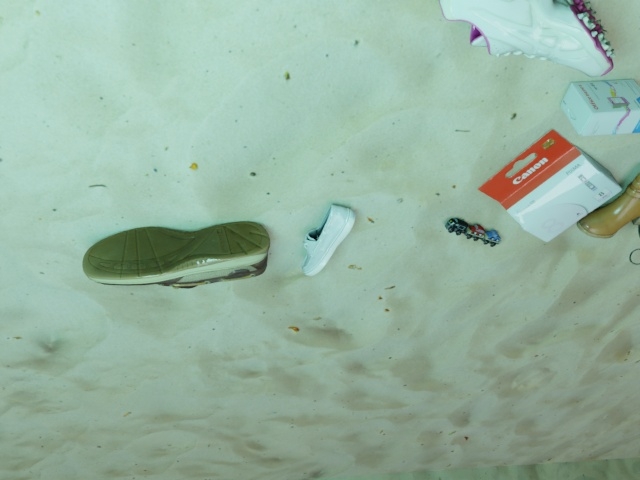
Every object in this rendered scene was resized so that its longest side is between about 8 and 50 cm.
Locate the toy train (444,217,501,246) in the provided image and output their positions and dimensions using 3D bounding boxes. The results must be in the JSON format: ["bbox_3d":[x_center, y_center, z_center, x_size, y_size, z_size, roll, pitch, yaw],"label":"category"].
[{"bbox_3d":[0.335,-0.019,1.237,0.158,0.027,0.036,16,123,-30],"label":"toy train"}]

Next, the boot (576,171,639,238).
[{"bbox_3d":[0.648,-0.087,1.204,0.197,0.073,0.152,-16,144,-15],"label":"boot"}]

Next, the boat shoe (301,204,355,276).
[{"bbox_3d":[0.000,0.000,1.144,0.063,0.066,0.184,23,133,-18],"label":"boat shoe"}]

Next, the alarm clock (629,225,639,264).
[{"bbox_3d":[0.769,-0.015,1.268,0.064,0.129,0.192,21,123,-35],"label":"alarm clock"}]

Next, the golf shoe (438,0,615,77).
[{"bbox_3d":[0.299,-0.314,0.820,0.306,0.115,0.140,26,139,-29],"label":"golf shoe"}]

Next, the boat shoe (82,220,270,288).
[{"bbox_3d":[-0.266,0.049,1.089,0.341,0.123,0.123,-9,140,-14],"label":"boat shoe"}]

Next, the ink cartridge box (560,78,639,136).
[{"bbox_3d":[0.490,-0.227,0.974,0.122,0.089,0.052,-6,141,-8],"label":"ink cartridge box"}]

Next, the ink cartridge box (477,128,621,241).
[{"bbox_3d":[0.464,-0.100,1.151,0.232,0.066,0.189,18,133,-38],"label":"ink cartridge box"}]
